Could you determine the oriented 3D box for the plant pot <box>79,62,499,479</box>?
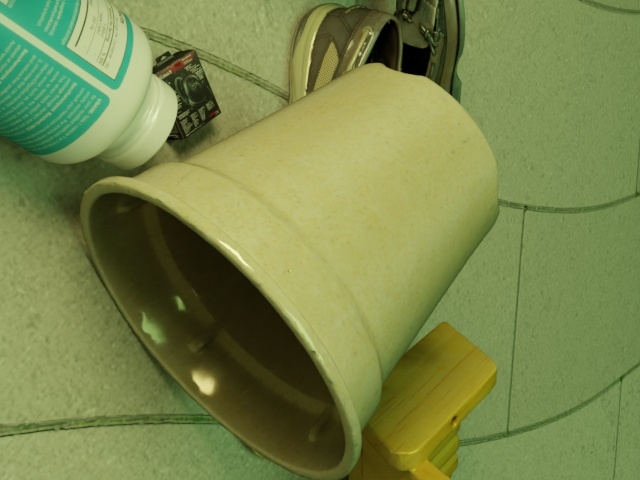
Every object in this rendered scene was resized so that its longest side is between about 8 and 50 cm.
[{"bbox_3d":[0.000,0.000,0.836,0.305,0.334,0.334,-42,123,-29],"label":"plant pot"}]

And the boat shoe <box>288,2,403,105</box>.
[{"bbox_3d":[0.029,-0.111,1.044,0.132,0.130,0.355,1,93,-49],"label":"boat shoe"}]

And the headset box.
[{"bbox_3d":[-0.148,-0.156,0.912,0.062,0.032,0.083,-45,124,-37],"label":"headset box"}]

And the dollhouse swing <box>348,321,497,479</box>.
[{"bbox_3d":[0.205,0.353,1.106,0.315,0.305,0.346,-32,130,-42],"label":"dollhouse swing"}]

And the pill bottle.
[{"bbox_3d":[-0.242,-0.157,0.718,0.264,0.146,0.146,35,67,-45],"label":"pill bottle"}]

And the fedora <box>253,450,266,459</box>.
[{"bbox_3d":[-0.015,0.183,1.061,0.194,0.079,0.194,-6,98,-48],"label":"fedora"}]

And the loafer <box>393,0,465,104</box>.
[{"bbox_3d":[0.134,-0.255,1.148,0.084,0.096,0.267,-25,133,-17],"label":"loafer"}]
